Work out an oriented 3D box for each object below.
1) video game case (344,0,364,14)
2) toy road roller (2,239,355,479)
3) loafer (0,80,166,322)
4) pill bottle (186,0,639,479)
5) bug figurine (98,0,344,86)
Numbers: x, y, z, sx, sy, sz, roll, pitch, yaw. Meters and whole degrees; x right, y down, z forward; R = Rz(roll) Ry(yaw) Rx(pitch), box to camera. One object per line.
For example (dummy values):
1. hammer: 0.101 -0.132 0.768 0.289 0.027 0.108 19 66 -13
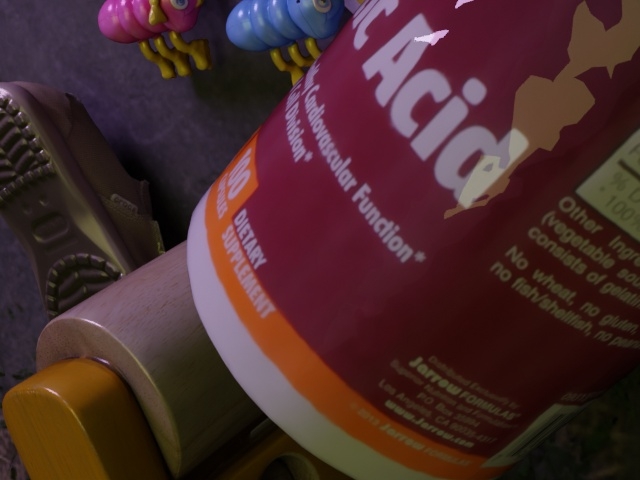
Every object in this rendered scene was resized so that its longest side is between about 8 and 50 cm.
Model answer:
1. video game case: 0.126 -0.183 0.664 0.206 0.026 0.227 47 119 14
2. toy road roller: -0.092 0.171 0.739 0.241 0.202 0.329 -7 109 44
3. loafer: -0.158 0.000 0.827 0.102 0.092 0.268 -14 108 33
4. pill bottle: 0.130 -0.070 0.537 0.224 0.224 0.392 50 119 13
5. bug figurine: -0.080 -0.222 0.732 0.216 0.072 0.279 -15 89 39
